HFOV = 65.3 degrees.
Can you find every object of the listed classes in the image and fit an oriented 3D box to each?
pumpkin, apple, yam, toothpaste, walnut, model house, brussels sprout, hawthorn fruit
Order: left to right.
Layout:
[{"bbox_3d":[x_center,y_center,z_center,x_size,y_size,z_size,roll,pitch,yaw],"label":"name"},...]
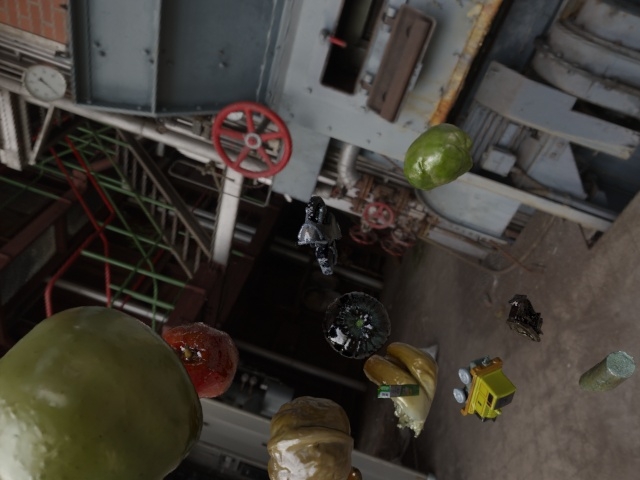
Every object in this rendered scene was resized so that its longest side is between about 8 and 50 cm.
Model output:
[{"bbox_3d":[-0.497,0.383,1.094,0.473,0.474,0.473,-161,90,-90],"label":"apple"},{"bbox_3d":[-0.419,0.392,1.660,0.330,0.287,0.287,101,-173,-65],"label":"hawthorn fruit"},{"bbox_3d":[-0.031,0.634,1.547,0.285,0.285,0.296,109,163,-48],"label":"walnut"},{"bbox_3d":[0.106,0.251,1.481,0.140,0.202,0.201,105,-177,-76],"label":"pumpkin"},{"bbox_3d":[0.234,0.446,1.484,0.179,0.043,0.037,18,-110,-49],"label":"toothpaste"},{"bbox_3d":[0.491,-0.336,2.026,0.242,0.317,0.273,60,158,23],"label":"brussels sprout"},{"bbox_3d":[0.875,0.316,2.122,0.203,0.141,0.164,44,-111,-47],"label":"model house"},{"bbox_3d":[1.039,0.491,1.821,0.259,0.106,0.106,84,-158,-57],"label":"yam"}]

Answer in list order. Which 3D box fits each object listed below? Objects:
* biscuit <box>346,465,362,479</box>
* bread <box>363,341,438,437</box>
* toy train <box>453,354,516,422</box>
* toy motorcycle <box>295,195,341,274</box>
[{"bbox_3d":[0.062,0.858,1.675,0.283,0.064,0.431,-47,47,34],"label":"biscuit"},{"bbox_3d":[0.334,0.535,1.852,0.245,0.328,0.424,-32,-22,-2],"label":"bread"},{"bbox_3d":[0.409,0.378,1.242,0.127,0.089,0.219,-127,29,-47],"label":"toy train"},{"bbox_3d":[0.000,0.000,1.527,0.159,0.106,0.270,-69,-29,-45],"label":"toy motorcycle"}]
